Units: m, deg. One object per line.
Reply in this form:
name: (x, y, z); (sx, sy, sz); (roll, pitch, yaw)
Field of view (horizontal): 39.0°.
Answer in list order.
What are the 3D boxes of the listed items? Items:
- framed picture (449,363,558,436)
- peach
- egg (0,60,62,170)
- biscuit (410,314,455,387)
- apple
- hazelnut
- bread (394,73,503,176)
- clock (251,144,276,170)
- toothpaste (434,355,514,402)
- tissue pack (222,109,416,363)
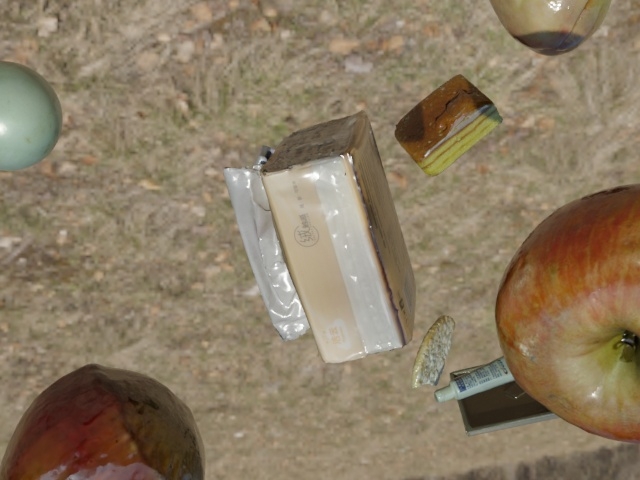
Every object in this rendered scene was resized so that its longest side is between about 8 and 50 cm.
framed picture: (0.385, 0.281, 1.715); (0.260, 0.023, 0.189); (-12, -153, 2)
peach: (0.486, -0.534, 1.925); (0.247, 0.292, 0.292); (-1, 174, 37)
egg: (-0.440, -0.175, 1.265); (0.149, 0.149, 0.192); (4, -163, -28)
biscuit: (0.292, 0.297, 2.350); (0.040, 0.188, 0.265); (14, -145, 25)
apple: (0.360, 0.073, 1.013); (0.302, 0.301, 0.301); (0, 173, 0)
hazelnut: (-0.420, 0.447, 1.736); (0.353, 0.421, 0.421); (39, -173, 19)
bread: (0.308, -0.289, 2.243); (0.234, 0.184, 0.110); (-42, 131, 9)
clock: (-0.054, -0.100, 1.815); (0.186, 0.083, 0.253); (18, -149, -8)
toothpaste: (0.302, 0.240, 1.605); (0.216, 0.062, 0.037); (-21, 147, -11)
tissue pack: (0.000, 0.000, 1.321); (0.239, 0.305, 0.238); (-15, -159, 6)
